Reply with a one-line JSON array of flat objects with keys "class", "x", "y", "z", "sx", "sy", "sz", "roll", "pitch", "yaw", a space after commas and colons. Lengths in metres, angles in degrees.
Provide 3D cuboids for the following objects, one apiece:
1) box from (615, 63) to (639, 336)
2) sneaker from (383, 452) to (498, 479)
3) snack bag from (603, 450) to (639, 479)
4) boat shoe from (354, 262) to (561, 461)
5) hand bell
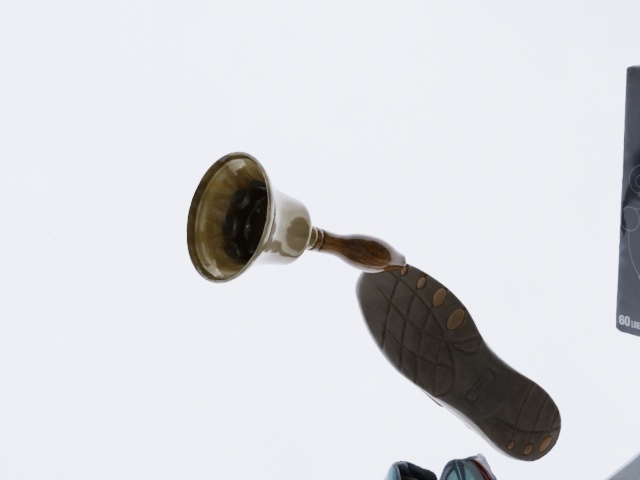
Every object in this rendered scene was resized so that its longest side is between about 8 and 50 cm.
[{"class": "box", "x": 0.396, "y": -0.036, "z": 1.031, "sx": 0.143, "sy": 0.165, "sz": 0.270, "roll": -10, "pitch": -75, "yaw": -37}, {"class": "sneaker", "x": 0.093, "y": 0.284, "z": 1.069, "sx": 0.104, "sy": 0.262, "sz": 0.125, "roll": 3, "pitch": -118, "yaw": -44}, {"class": "snack bag", "x": 0.504, "y": 0.477, "z": 1.561, "sx": 0.323, "sy": 0.342, "sz": 0.037, "roll": -41, "pitch": -42, "yaw": 5}, {"class": "boat shoe", "x": 0.162, "y": 0.155, "z": 1.367, "sx": 0.123, "sy": 0.116, "sz": 0.324, "roll": -42, "pitch": -89, "yaw": -8}, {"class": "hand bell", "x": 0.000, "y": 0.000, "z": 1.075, "sx": 0.242, "sy": 0.126, "sz": 0.126, "roll": 14, "pitch": -94, "yaw": -40}]
